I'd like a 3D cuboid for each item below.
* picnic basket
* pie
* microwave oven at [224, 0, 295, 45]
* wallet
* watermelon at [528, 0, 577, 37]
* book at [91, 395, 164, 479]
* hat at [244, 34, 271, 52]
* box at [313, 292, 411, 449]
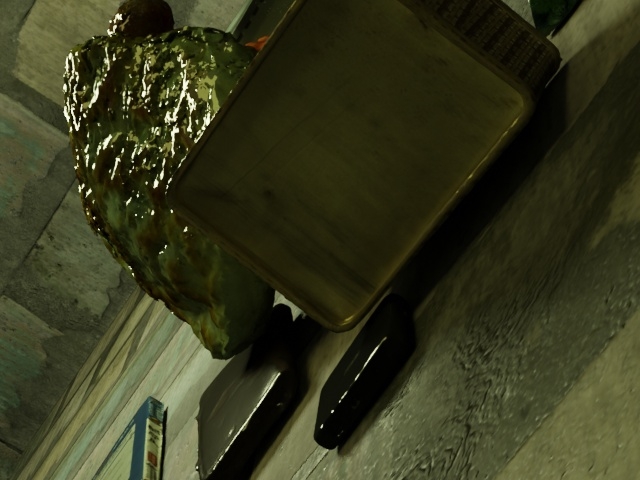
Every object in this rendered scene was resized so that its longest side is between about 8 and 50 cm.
[{"bbox_3d":[0.036,-0.104,1.339,0.313,0.228,0.175,-52,1,27],"label":"picnic basket"},{"bbox_3d":[-0.153,-0.061,1.677,0.418,0.180,0.395,39,138,54],"label":"pie"},{"bbox_3d":[-0.093,-0.213,2.393,0.374,0.236,0.432,-47,14,48],"label":"microwave oven"},{"bbox_3d":[-0.079,0.171,1.653,0.165,0.042,0.309,-55,10,7],"label":"wallet"},{"bbox_3d":[0.249,-0.273,1.440,0.101,0.080,0.155,13,63,43],"label":"watermelon"},{"bbox_3d":[-0.320,0.405,2.126,0.300,0.039,0.428,-56,9,6],"label":"book"},{"bbox_3d":[-0.053,-0.178,1.986,0.400,0.285,0.285,-50,11,13],"label":"hat"},{"bbox_3d":[0.038,0.113,1.302,0.126,0.027,0.125,-56,7,16],"label":"box"}]
